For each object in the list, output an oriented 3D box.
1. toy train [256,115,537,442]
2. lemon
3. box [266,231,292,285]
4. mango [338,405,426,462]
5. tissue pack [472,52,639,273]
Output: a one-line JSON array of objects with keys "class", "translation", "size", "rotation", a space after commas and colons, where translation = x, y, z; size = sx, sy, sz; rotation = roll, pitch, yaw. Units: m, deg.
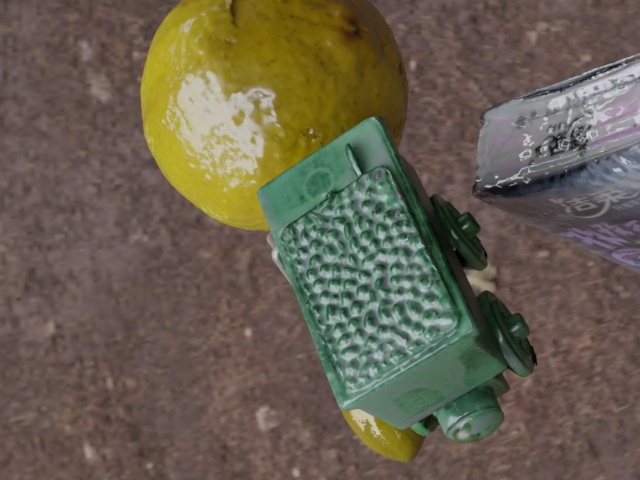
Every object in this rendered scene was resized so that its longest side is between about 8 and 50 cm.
[{"class": "toy train", "translation": [0.076, 0.045, 1.275], "size": [0.145, 0.202, 0.266], "rotation": [-33, 56, 15]}, {"class": "lemon", "translation": [-0.048, -0.143, 1.470], "size": [0.293, 0.293, 0.293], "rotation": [4, 97, 35]}, {"class": "box", "translation": [0.000, 0.000, 1.739], "size": [0.122, 0.089, 0.062], "rotation": [-38, 29, -6]}, {"class": "mango", "translation": [0.079, 0.117, 1.903], "size": [0.142, 0.195, 0.331], "rotation": [-29, 33, 32]}, {"class": "tissue pack", "translation": [0.356, -0.053, 1.404], "size": [0.259, 0.361, 0.122], "rotation": [-21, 55, 47]}]
